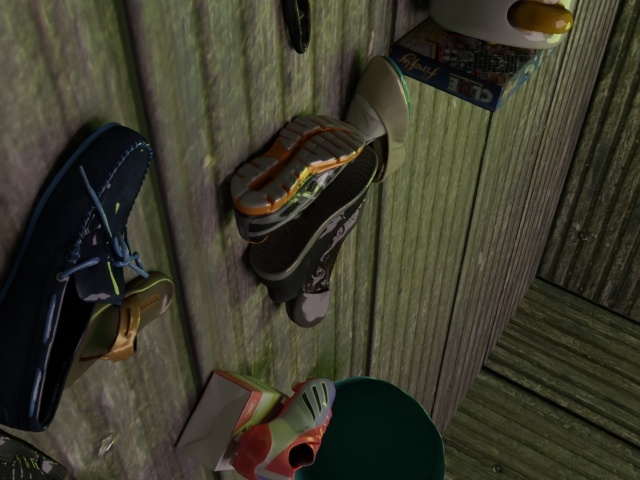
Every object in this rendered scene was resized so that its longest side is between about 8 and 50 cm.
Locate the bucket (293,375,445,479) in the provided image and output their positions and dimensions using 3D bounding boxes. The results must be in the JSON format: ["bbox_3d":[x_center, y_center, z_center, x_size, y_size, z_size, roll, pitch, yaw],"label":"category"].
[{"bbox_3d":[0.082,0.371,1.705,0.281,0.281,0.183,-63,170,-3],"label":"bucket"}]

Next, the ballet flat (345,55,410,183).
[{"bbox_3d":[0.074,-0.150,1.301,0.086,0.086,0.248,-58,161,-17],"label":"ballet flat"}]

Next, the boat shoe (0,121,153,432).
[{"bbox_3d":[-0.192,0.034,0.795,0.258,0.089,0.109,-65,162,4],"label":"boat shoe"}]

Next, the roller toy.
[{"bbox_3d":[0.249,-0.336,1.311,0.191,0.209,0.146,-37,142,-62],"label":"roller toy"}]

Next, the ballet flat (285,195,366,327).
[{"bbox_3d":[0.000,0.000,1.334,0.084,0.058,0.249,5,110,-28],"label":"ballet flat"}]

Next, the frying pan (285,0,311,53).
[{"bbox_3d":[-0.036,-0.275,0.887,0.197,0.053,0.326,-44,150,-43],"label":"frying pan"}]

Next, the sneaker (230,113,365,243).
[{"bbox_3d":[-0.028,-0.074,1.121,0.215,0.084,0.083,-36,150,-36],"label":"sneaker"}]

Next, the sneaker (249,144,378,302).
[{"bbox_3d":[-0.009,-0.025,1.250,0.222,0.083,0.118,-48,163,-16],"label":"sneaker"}]

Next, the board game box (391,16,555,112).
[{"bbox_3d":[0.227,-0.277,1.397,0.243,0.165,0.042,-43,153,-45],"label":"board game box"}]

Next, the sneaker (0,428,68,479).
[{"bbox_3d":[-0.288,0.209,0.840,0.089,0.051,0.170,-58,156,-17],"label":"sneaker"}]

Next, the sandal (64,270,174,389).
[{"bbox_3d":[-0.189,0.085,0.936,0.180,0.049,0.072,-37,148,-53],"label":"sandal"}]

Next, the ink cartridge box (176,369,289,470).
[{"bbox_3d":[-0.109,0.248,1.335,0.115,0.067,0.198,-64,162,-2],"label":"ink cartridge box"}]

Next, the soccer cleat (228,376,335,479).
[{"bbox_3d":[-0.028,0.259,1.313,0.248,0.095,0.083,-26,137,-61],"label":"soccer cleat"}]
